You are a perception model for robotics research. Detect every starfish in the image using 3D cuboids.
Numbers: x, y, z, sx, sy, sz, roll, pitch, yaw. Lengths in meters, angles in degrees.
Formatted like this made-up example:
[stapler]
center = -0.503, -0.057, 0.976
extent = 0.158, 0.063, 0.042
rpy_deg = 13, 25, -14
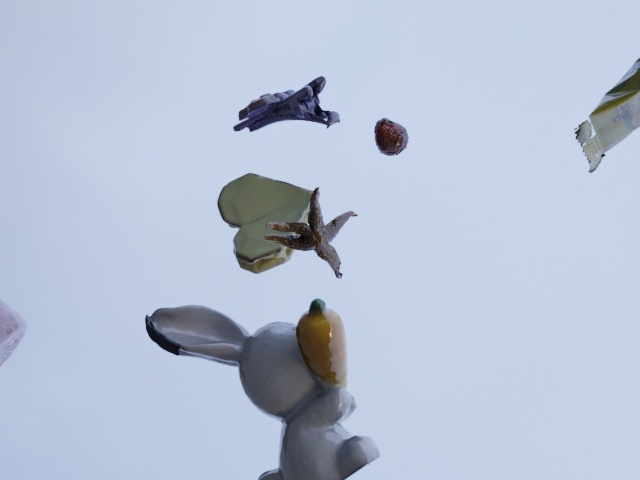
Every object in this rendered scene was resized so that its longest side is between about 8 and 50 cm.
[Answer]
[starfish]
center = 0.003, -0.001, 0.834
extent = 0.130, 0.133, 0.041
rpy_deg = 59, -9, -11

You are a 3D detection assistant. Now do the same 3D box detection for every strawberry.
[strawberry]
center = 0.164, -0.243, 1.409
extent = 0.083, 0.083, 0.096
rpy_deg = -14, -68, 44

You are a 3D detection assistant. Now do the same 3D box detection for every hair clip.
[hair clip]
center = -0.074, -0.277, 1.239
extent = 0.279, 0.137, 0.090
rpy_deg = 5, -58, 43

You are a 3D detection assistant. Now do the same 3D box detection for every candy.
[candy]
center = 0.620, -0.280, 1.183
extent = 0.297, 0.187, 0.081
rpy_deg = -51, -130, 4

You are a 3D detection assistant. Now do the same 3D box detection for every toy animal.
[toy animal]
center = -0.039, 0.104, 0.454
extent = 0.181, 0.127, 0.131
rpy_deg = 57, -12, 18

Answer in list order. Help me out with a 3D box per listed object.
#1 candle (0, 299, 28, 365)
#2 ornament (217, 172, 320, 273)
[candle]
center = -0.495, 0.188, 0.773
extent = 0.131, 0.287, 0.317
rpy_deg = 43, -85, -10
[ornament]
center = -0.082, -0.045, 1.060
extent = 0.059, 0.180, 0.201
rpy_deg = 70, -4, -50
